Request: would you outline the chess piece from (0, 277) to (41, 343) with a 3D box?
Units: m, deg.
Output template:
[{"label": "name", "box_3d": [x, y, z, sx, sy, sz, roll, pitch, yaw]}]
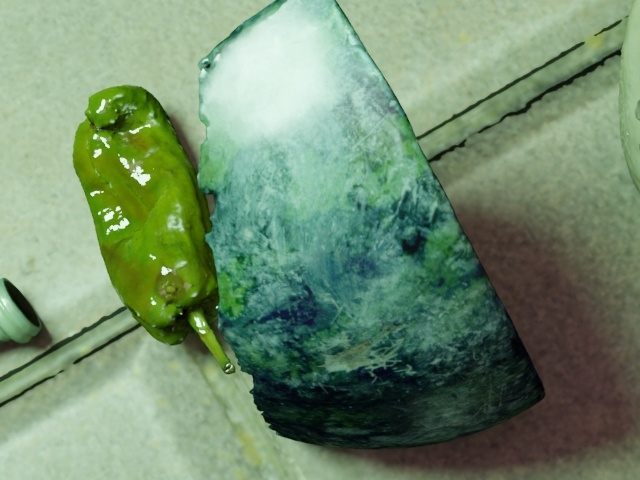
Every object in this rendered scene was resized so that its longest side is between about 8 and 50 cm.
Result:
[{"label": "chess piece", "box_3d": [-0.216, 0.065, 0.985, 0.093, 0.042, 0.042, -36, 79, 3]}]

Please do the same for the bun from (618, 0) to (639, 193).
[{"label": "bun", "box_3d": [0.282, -0.097, 0.928, 0.239, 0.141, 0.239, -1, 102, -2]}]

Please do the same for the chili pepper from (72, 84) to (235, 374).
[{"label": "chili pepper", "box_3d": [-0.096, 0.007, 0.972, 0.072, 0.073, 0.204, -27, 66, 16]}]

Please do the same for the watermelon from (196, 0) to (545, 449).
[{"label": "watermelon", "box_3d": [0.000, 0.000, 0.893, 0.148, 0.318, 0.226, -26, 38, 3]}]
